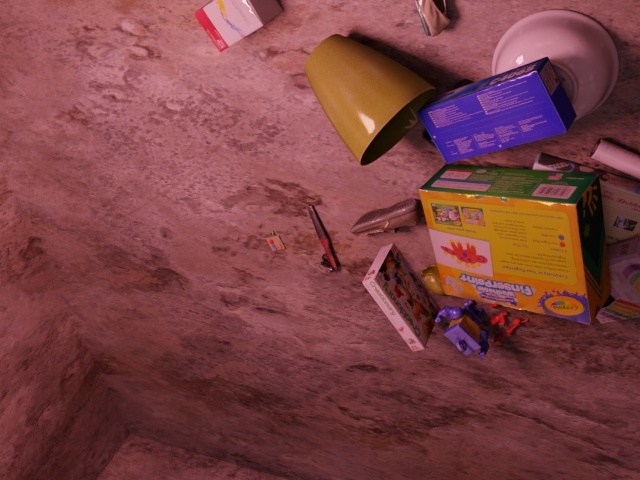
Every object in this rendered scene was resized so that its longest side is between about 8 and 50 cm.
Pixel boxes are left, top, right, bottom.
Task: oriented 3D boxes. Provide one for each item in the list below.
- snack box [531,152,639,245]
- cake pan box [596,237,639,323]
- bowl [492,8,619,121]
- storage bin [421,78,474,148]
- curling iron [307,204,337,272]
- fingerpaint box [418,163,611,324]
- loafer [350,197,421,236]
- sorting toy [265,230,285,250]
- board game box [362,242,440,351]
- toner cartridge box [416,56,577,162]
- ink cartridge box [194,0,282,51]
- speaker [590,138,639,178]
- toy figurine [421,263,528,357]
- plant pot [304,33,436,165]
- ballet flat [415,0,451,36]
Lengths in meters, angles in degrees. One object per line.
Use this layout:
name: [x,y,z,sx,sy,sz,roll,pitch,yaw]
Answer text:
snack box: [0.710,-0.101,1.834,0.322,0.060,0.187,20,136,14]
cake pan box: [0.826,0.118,1.905,0.246,0.070,0.267,44,144,-19]
bowl: [0.548,-0.385,1.640,0.298,0.134,0.297,15,133,17]
storage bin: [0.370,-0.321,1.824,0.122,0.084,0.180,35,135,-2]
curling iron: [0.000,0.000,2.324,0.068,0.035,0.274,1,126,28]
fingerpaint box: [0.528,-0.002,1.860,0.445,0.163,0.371,9,129,42]
loafer: [0.204,-0.051,2.130,0.251,0.094,0.087,-18,112,37]
sorting toy: [-0.167,0.001,2.432,0.062,0.012,0.083,-9,122,34]
board game box: [0.267,0.184,2.220,0.053,0.193,0.305,-21,114,39]
toner cartridge box: [0.415,-0.304,1.650,0.348,0.075,0.165,-10,120,49]
ink cartridge box: [-0.221,-0.624,1.866,0.176,0.128,0.127,-18,116,38]
speaker: [0.756,-0.206,1.727,0.136,0.055,0.055,25,134,7]
toy figurine: [0.459,0.244,2.147,0.362,0.217,0.191,44,134,-11]
plant pot: [0.106,-0.398,1.810,0.293,0.275,0.274,47,135,10]
ballet flat: [0.248,-0.619,1.661,0.086,0.086,0.248,-12,121,35]
